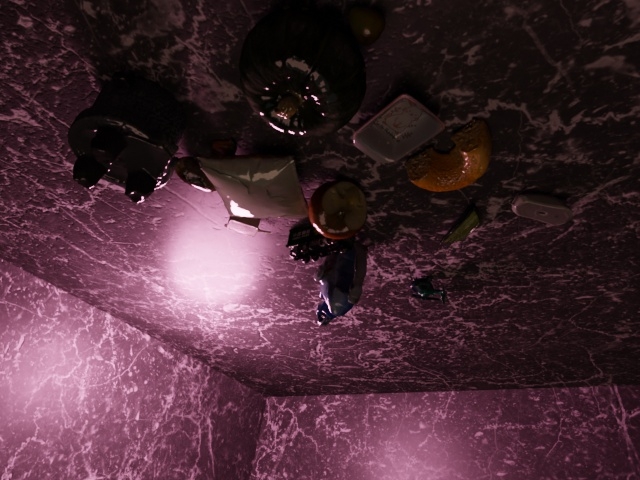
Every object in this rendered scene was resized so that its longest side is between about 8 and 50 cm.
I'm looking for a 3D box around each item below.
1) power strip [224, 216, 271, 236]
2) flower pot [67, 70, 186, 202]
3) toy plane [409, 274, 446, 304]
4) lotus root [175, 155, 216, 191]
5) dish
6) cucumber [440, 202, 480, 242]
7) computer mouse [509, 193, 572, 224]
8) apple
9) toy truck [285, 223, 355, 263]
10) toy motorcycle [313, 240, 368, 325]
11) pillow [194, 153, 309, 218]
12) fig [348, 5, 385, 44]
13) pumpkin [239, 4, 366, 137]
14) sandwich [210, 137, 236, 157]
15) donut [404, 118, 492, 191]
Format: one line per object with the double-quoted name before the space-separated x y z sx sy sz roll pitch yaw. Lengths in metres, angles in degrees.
"power strip" -0.264 -0.053 1.757 0.175 0.042 0.075 18 146 -14
"flower pot" -0.508 -0.271 1.283 0.299 0.283 0.299 8 146 6
"toy plane" 0.431 0.197 1.898 0.235 0.096 0.060 13 154 -38
"lotus root" -0.394 -0.210 1.522 0.179 0.081 0.089 31 141 -30
"dish" 0.193 -0.297 1.245 0.154 0.064 0.234 29 141 -26
"cucumber" 0.475 -0.053 1.554 0.070 0.046 0.220 14 148 -9
"computer mouse" 0.656 -0.101 1.420 0.181 0.056 0.089 14 142 7
"apple" 0.051 -0.091 1.496 0.195 0.173 0.160 28 141 -18
"toy truck" 0.000 0.000 1.692 0.259 0.121 0.088 -15 138 34
"toy motorcycle" 0.064 0.137 1.702 0.182 0.319 0.241 12 154 3
"pillow" -0.196 -0.165 1.497 0.312 0.119 0.310 -1 151 11
"fig" 0.095 -0.467 1.019 0.088 0.074 0.074 42 140 -7
"pumpkin" -0.044 -0.368 1.075 0.300 0.207 0.300 14 148 9
"sandwich" -0.297 -0.275 1.448 0.101 0.026 0.069 -3 146 22
"donut" 0.377 -0.212 1.307 0.152 0.101 0.259 27 140 -32
